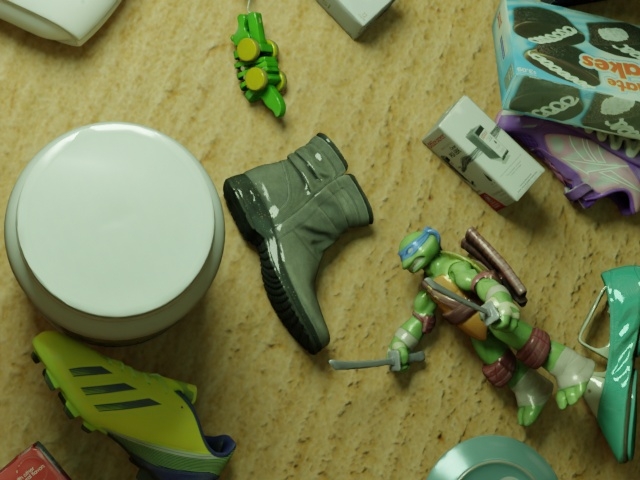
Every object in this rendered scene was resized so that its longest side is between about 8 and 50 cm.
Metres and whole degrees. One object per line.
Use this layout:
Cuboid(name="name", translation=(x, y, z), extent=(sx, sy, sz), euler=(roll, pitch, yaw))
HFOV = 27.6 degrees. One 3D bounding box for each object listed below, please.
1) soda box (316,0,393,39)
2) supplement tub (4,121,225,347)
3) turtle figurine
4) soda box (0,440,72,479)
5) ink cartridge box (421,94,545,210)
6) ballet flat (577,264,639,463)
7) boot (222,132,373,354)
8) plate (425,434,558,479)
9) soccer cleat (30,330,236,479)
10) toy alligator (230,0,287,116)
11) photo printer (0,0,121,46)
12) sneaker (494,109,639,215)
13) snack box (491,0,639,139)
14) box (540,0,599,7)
Cuboid(name="soda box", translation=(-0.002, -0.358, 1.625), extent=(0.074, 0.069, 0.216), euler=(-44, 91, -12))
Cuboid(name="supplement tub", translation=(-0.223, -0.002, 1.418), extent=(0.228, 0.316, 0.228), euler=(1, 83, -10))
Cuboid(name="turtle figurine", translation=(0.171, 0.130, 1.535), extent=(0.266, 0.275, 0.198), euler=(39, 113, -7))
Cuboid(name="soda box", translation=(-0.395, 0.345, 1.467), extent=(0.263, 0.083, 0.092), euler=(-40, 91, -11))
Cuboid(name="ink cartridge box", translation=(0.199, -0.106, 1.613), extent=(0.135, 0.099, 0.056), euler=(43, 80, -1))
Cuboid(name="ballet flat", translation=(0.363, 0.151, 1.629), extent=(0.087, 0.083, 0.247), euler=(7, 81, 16))
Cuboid(name="boot", translation=(0.000, 0.000, 1.580), extent=(0.161, 0.083, 0.247), euler=(-24, 89, -17))
Cuboid(name="plate", translation=(0.215, 0.334, 1.601), extent=(0.188, 0.024, 0.188), euler=(1, 83, -8))
Cuboid(name="soccer cleat", translation=(-0.209, 0.181, 1.471), extent=(0.121, 0.093, 0.289), euler=(-42, 121, -2))
Cuboid(name="toy alligator", translation=(-0.088, -0.238, 1.608), extent=(0.051, 0.056, 0.190), euler=(-18, 85, 29))
Cuboid(name="photo printer", translation=(-0.358, -0.390, 1.549), extent=(0.307, 0.107, 0.256), euler=(25, 80, -6))
Cuboid(name="sneaker", translation=(0.326, -0.098, 1.641), extent=(0.236, 0.095, 0.105), euler=(20, 88, -8))
Cuboid(name="snack box", translation=(0.379, -0.203, 1.623), extent=(0.321, 0.060, 0.187), euler=(11, 41, -8))
Cuboid(name="box", translation=(0.364, -0.475, 1.586), extent=(0.182, 0.294, 0.296), euler=(-12, 86, -13))
